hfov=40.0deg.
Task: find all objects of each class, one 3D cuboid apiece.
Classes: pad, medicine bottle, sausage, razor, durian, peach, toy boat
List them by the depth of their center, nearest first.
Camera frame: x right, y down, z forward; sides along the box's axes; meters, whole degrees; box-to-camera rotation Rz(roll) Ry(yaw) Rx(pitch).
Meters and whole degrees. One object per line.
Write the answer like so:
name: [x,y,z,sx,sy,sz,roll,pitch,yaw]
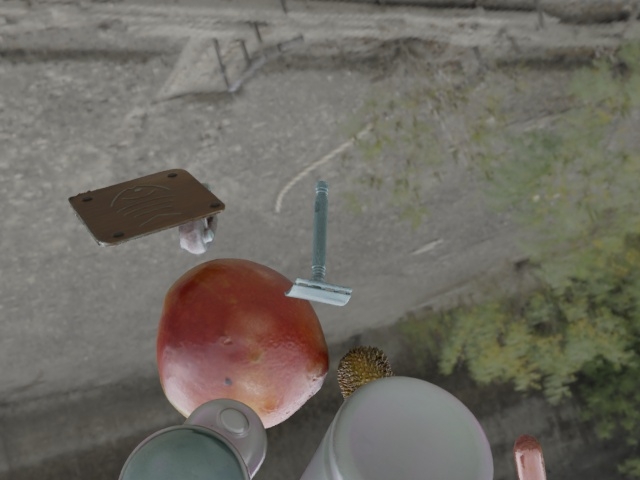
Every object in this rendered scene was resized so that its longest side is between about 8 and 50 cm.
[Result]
medicine bottle: [0.072,0.335,1.125,0.202,0.202,0.316,-12,147,-25]
razor: [0.000,0.000,1.569,0.106,0.232,0.068,13,151,-18]
sausage: [0.452,0.487,1.895,0.062,0.154,0.062,-12,-153,6]
durian: [0.101,0.307,1.895,0.136,0.168,0.158,-14,136,-26]
peach: [-0.166,0.229,1.905,0.388,0.389,0.388,-17,168,-4]
pad: [-0.387,-0.080,1.940,0.286,0.018,0.284,-18,-149,-23]
toy boat: [-0.310,-0.054,2.339,0.085,0.155,0.227,0,-146,10]

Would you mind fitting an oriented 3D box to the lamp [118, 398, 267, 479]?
lamp: [-0.169,0.319,1.181,0.246,0.179,0.108,-51,169,-24]
